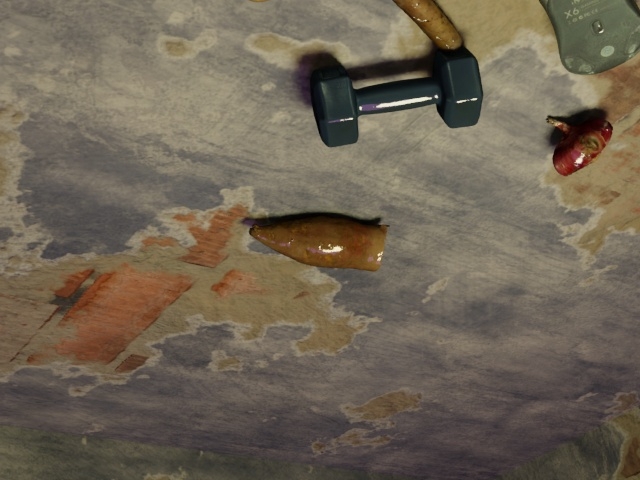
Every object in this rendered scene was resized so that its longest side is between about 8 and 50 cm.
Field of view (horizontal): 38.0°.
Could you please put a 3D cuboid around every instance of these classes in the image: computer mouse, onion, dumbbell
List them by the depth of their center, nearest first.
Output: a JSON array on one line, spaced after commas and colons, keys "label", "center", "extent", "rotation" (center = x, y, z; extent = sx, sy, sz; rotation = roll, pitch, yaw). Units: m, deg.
[{"label": "computer mouse", "center": [0.473, -0.441, 1.651], "extent": [0.167, 0.090, 0.379], "rotation": [-21, 140, 15]}, {"label": "dumbbell", "center": [0.141, -0.272, 1.759], "extent": [0.316, 0.143, 0.156], "rotation": [-9, 147, -3]}, {"label": "onion", "center": [0.542, -0.220, 1.999], "extent": [0.150, 0.140, 0.150], "rotation": [-45, 176, -4]}]

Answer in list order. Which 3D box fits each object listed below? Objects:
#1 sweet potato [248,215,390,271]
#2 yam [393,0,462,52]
[{"label": "sweet potato", "center": [-0.001, 0.003, 2.155], "extent": [0.336, 0.131, 0.131], "rotation": [6, 144, -25]}, {"label": "yam", "center": [0.177, -0.408, 1.645], "extent": [0.057, 0.057, 0.241], "rotation": [-27, 143, 24]}]
